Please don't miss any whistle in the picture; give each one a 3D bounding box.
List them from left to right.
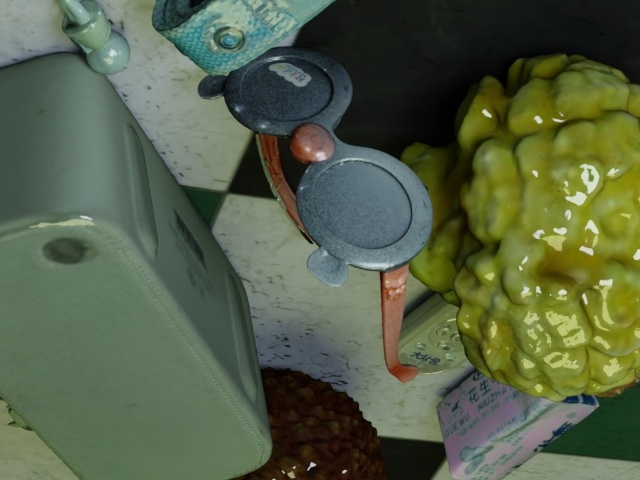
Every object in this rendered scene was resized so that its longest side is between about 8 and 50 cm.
[{"bbox_3d":[-0.173,-0.159,1.465,0.035,0.035,0.100,-19,141,16],"label":"whistle"}]

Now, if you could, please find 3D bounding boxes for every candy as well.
[{"bbox_3d":[0.189,0.162,1.895,0.073,0.092,0.160,16,136,-35],"label":"candy"}]

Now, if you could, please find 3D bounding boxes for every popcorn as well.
[{"bbox_3d":[0.185,-0.007,1.545,0.224,0.258,0.270,-8,142,-27],"label":"popcorn"}]

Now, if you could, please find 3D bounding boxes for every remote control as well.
[{"bbox_3d":[0.148,0.057,1.792,0.078,0.042,0.221,23,133,-32],"label":"remote control"}]

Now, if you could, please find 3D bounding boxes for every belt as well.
[{"bbox_3d":[0.008,-0.218,1.377,0.302,0.087,0.072,-30,125,27],"label":"belt"}]

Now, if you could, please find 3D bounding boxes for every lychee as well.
[{"bbox_3d":[-0.048,0.234,1.824,0.236,0.236,0.271,-4,177,-4],"label":"lychee"}]

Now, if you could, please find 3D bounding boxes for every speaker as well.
[{"bbox_3d":[-0.181,0.037,1.598,0.183,0.184,0.406,-16,142,12],"label":"speaker"}]

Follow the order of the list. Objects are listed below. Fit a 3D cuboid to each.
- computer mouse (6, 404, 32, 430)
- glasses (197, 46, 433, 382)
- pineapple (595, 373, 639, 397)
[{"bbox_3d":[-0.221,0.147,1.839,0.181,0.056,0.089,-12,160,23],"label":"computer mouse"},{"bbox_3d":[0.000,0.000,1.541,0.118,0.234,0.268,-24,146,-16],"label":"glasses"},{"bbox_3d":[0.291,0.051,1.766,0.108,0.108,0.198,17,124,-28],"label":"pineapple"}]
